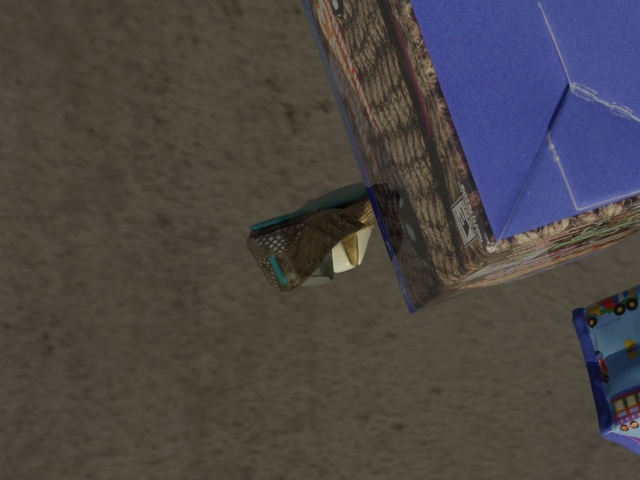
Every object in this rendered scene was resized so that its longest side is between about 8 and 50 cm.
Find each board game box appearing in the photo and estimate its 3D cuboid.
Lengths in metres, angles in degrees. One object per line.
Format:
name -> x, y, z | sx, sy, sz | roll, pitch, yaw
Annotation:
board game box -> 0.100, -0.100, 1.045 | 0.141, 0.291, 0.232 | -18, 83, -8

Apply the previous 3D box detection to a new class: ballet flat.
ballet flat -> 0.000, 0.000, 1.473 | 0.073, 0.206, 0.067 | -15, 95, 29

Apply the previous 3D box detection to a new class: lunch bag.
lunch bag -> 0.398, 0.136, 1.617 | 0.221, 0.293, 0.138 | -25, 51, 21
